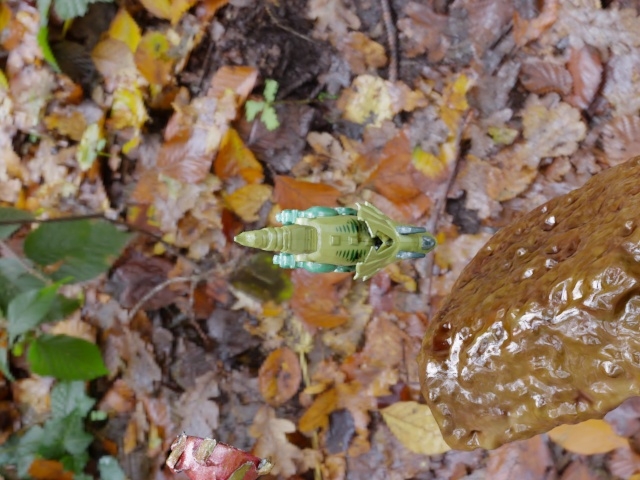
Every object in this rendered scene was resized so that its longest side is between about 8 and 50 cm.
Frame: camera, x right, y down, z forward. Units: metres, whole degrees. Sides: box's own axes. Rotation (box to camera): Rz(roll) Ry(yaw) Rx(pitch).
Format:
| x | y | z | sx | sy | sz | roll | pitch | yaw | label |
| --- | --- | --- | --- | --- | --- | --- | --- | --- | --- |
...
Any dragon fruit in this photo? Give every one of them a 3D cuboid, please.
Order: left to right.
| x | y | z | sx | sy | sz | roll | pitch | yaw | label |
| --- | --- | --- | --- | --- | --- | --- | --- | --- | --- |
| -0.131 | 0.289 | 1.063 | 0.112 | 0.126 | 0.068 | 130 | 160 | -69 | dragon fruit |

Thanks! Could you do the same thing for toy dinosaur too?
| x | y | z | sx | sy | sz | roll | pitch | yaw | label |
| --- | --- | --- | --- | --- | --- | --- | --- | --- | --- |
| 0.000 | 0.000 | 0.964 | 0.153 | 0.259 | 0.094 | -2 | 88 | 57 | toy dinosaur |

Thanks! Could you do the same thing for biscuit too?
| x | y | z | sx | sy | sz | roll | pitch | yaw | label |
| --- | --- | --- | --- | --- | --- | --- | --- | --- | --- |
| 0.309 | 0.059 | 0.989 | 0.395 | 0.342 | 0.166 | -32 | 99 | 41 | biscuit |
